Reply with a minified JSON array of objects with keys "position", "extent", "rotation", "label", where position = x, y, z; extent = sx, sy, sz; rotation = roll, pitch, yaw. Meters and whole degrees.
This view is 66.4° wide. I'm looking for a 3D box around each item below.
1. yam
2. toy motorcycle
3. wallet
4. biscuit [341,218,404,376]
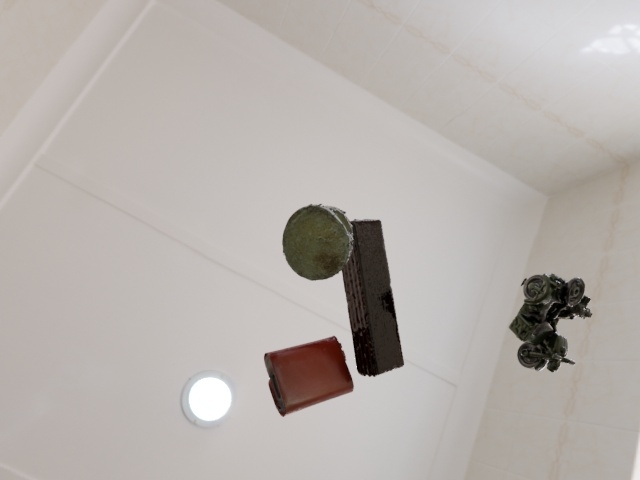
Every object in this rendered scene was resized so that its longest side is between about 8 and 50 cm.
[{"position":[0.000,0.000,1.018],"extent":[0.154,0.254,0.153],"rotation":[0,-85,4],"label":"yam"},{"position":[0.574,0.208,1.241],"extent":[0.205,0.127,0.275],"rotation":[21,-80,-32],"label":"toy motorcycle"},{"position":[-0.025,0.308,1.132],"extent":[0.205,0.045,0.142],"rotation":[-5,-112,-38],"label":"wallet"},{"position":[0.122,0.139,1.203],"extent":[0.107,0.073,0.387],"rotation":[-5,-95,-39],"label":"biscuit"}]
